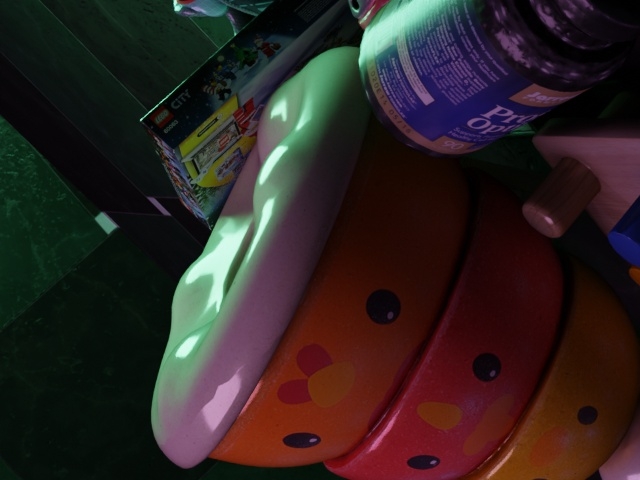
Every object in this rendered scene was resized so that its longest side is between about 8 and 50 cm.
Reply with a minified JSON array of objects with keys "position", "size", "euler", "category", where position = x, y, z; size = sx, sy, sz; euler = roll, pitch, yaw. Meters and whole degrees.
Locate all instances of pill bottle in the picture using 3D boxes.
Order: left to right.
[{"position":[0.127,-0.141,1.067],"size":[0.123,0.123,0.219],"euler":[45,149,-11],"category":"pill bottle"}]

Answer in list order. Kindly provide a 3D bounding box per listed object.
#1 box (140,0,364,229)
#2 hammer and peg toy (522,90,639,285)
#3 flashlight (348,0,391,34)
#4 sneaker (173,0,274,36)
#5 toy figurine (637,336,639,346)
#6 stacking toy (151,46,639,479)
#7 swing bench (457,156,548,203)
[{"position":[-0.039,-0.130,1.408],"size":[0.044,0.233,0.159],"euler":[42,168,22],"category":"box"},{"position":[0.311,0.010,1.093],"size":[0.266,0.127,0.361],"euler":[48,164,-20],"category":"hammer and peg toy"},{"position":[-0.003,-0.257,1.197],"size":[0.304,0.103,0.103],"euler":[44,170,-15],"category":"flashlight"},{"position":[-0.083,-0.247,1.400],"size":[0.262,0.125,0.104],"euler":[50,164,-32],"category":"sneaker"},{"position":[0.214,0.106,1.663],"size":[0.209,0.148,0.213],"euler":[38,166,-10],"category":"toy figurine"},{"position":[0.135,0.088,1.302],"size":[0.480,0.350,0.350],"euler":[24,169,-9],"category":"stacking toy"},{"position":[0.061,0.037,1.531],"size":[0.165,0.253,0.254],"euler":[11,-178,-25],"category":"swing bench"}]
